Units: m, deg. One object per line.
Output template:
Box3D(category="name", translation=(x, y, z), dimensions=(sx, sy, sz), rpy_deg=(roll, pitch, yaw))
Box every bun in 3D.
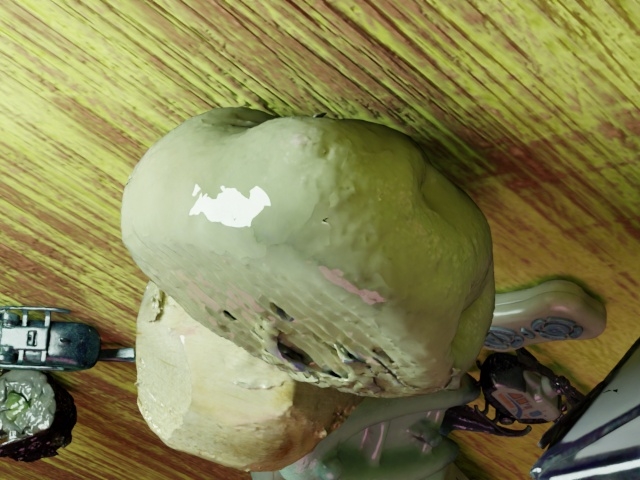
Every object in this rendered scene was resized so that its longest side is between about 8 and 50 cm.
Box3D(category="bun", translation=(0.000, 0.002, 1.128), dimensions=(0.273, 0.168, 0.273), rpy_deg=(20, 157, 9))

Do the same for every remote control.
Box3D(category="remote control", translation=(0.172, 0.064, 1.335), dimensions=(0.122, 0.032, 0.074), rpy_deg=(-13, 147, 40))

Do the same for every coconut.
Box3D(category="coconut", translation=(-0.054, 0.100, 1.330), dimensions=(0.194, 0.194, 0.194), rpy_deg=(8, 154, 4))

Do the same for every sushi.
Box3D(category="sushi", translation=(-0.310, 0.176, 1.690), dimensions=(0.094, 0.098, 0.084), rpy_deg=(-14, 154, 5))

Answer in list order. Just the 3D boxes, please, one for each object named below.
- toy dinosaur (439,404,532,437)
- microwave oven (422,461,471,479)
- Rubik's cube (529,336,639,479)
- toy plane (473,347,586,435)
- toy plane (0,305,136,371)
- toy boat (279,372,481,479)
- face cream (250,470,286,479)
Box3D(category="toy dinosaur", translation=(0.108, 0.172, 1.563), dimensions=(0.197, 0.045, 0.080), rpy_deg=(10, 146, 17))
Box3D(category="microwave oven", translation=(0.096, 0.330, 1.731), dimensions=(0.145, 0.194, 0.240), rpy_deg=(2, 154, 27))
Box3D(category="Rubik's cube", translation=(0.372, 0.182, 1.084), dimensions=(0.310, 0.305, 0.307), rpy_deg=(-19, 104, 41))
Box3D(category="toy plane", translation=(0.202, 0.150, 1.480), dimensions=(0.078, 0.053, 0.197), rpy_deg=(-20, 138, 32))
Box3D(category="toy plane", translation=(-0.300, 0.100, 1.560), dimensions=(0.235, 0.060, 0.096), rpy_deg=(1, 166, 8))
Box3D(category="toy boat", translation=(0.054, 0.177, 1.452), dimensions=(0.207, 0.079, 0.134), rpy_deg=(-2, 127, -32))
Box3D(category="face cream", translation=(-0.020, 0.165, 1.529), dimensions=(0.101, 0.101, 0.252), rpy_deg=(8, 150, 3))
